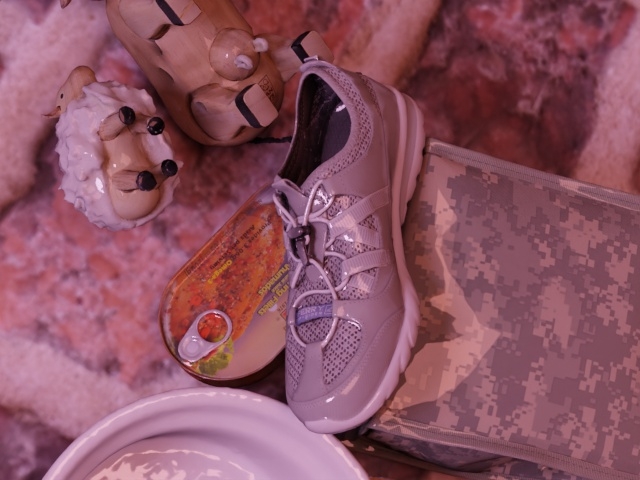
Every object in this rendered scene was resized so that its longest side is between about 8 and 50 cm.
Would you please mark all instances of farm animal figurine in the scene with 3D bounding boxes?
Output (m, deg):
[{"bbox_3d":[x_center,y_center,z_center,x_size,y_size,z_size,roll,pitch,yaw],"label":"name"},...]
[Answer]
[{"bbox_3d":[-0.112,-0.209,1.172,0.330,0.172,0.327,-30,104,-31],"label":"farm animal figurine"}]

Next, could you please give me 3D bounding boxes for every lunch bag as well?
[{"bbox_3d":[0.169,0.074,1.214,0.287,0.169,0.235,15,74,-13],"label":"lunch bag"}]

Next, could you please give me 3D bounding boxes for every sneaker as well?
[{"bbox_3d":[0.000,0.000,1.089,0.115,0.105,0.281,31,51,-41],"label":"sneaker"}]

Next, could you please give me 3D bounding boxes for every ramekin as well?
[{"bbox_3d":[-0.094,0.248,1.097,0.277,0.135,0.277,4,78,-20],"label":"ramekin"}]

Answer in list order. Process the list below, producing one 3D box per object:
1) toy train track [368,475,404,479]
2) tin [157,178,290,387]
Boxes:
[{"bbox_3d":[0.033,0.191,1.222,0.083,0.014,0.048,10,77,-20],"label":"toy train track"},{"bbox_3d":[-0.040,0.031,1.181,0.106,0.040,0.190,40,79,24],"label":"tin"}]
